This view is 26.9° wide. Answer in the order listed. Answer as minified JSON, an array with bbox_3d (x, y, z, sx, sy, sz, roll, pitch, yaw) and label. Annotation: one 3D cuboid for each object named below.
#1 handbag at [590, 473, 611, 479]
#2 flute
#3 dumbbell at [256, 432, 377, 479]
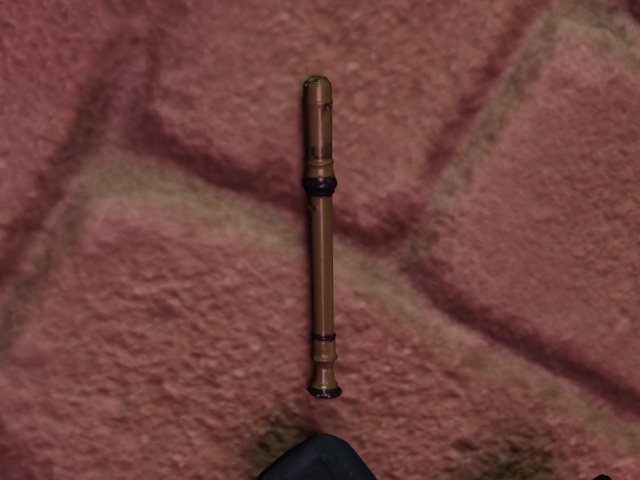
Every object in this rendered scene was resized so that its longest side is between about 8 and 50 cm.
[{"bbox_3d":[0.110,0.294,1.007,0.332,0.075,0.191,-40,157,-9],"label":"handbag"},{"bbox_3d":[0.000,0.000,0.941,0.027,0.027,0.233,-8,107,-20],"label":"flute"},{"bbox_3d":[-0.080,0.269,0.920,0.316,0.143,0.156,-33,115,-10],"label":"dumbbell"}]
